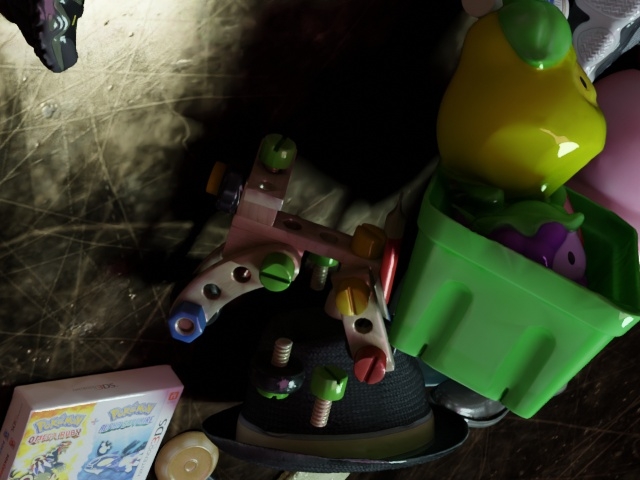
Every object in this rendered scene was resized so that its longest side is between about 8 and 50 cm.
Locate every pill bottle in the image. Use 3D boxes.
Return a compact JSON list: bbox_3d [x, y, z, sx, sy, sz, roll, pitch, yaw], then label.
[{"bbox_3d":[0.207,-0.255,1.815,0.120,0.067,0.067,5,124,-46],"label":"pill bottle"}]

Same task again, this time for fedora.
[{"bbox_3d":[0.022,0.161,1.964,0.334,0.334,0.153,-5,102,-40],"label":"fedora"}]

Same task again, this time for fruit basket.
[{"bbox_3d":[0.224,-0.053,1.771,0.392,0.283,0.392,-61,179,-1],"label":"fruit basket"}]

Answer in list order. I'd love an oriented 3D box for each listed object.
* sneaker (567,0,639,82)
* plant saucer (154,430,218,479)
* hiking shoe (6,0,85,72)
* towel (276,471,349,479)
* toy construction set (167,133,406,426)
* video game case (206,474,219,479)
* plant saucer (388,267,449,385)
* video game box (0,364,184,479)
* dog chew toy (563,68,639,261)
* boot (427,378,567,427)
[{"bbox_3d":[0.310,-0.222,1.919,0.153,0.101,0.268,-10,148,-53],"label":"sneaker"},{"bbox_3d":[-0.160,0.272,2.059,0.083,0.015,0.083,-12,120,-22],"label":"plant saucer"},{"bbox_3d":[-0.203,-0.241,1.424,0.114,0.086,0.227,-19,139,-23],"label":"hiking shoe"},{"bbox_3d":[0.009,0.299,2.261,0.148,0.027,0.110,-45,144,6],"label":"towel"},{"bbox_3d":[0.000,0.000,1.796,0.309,0.257,0.237,-27,135,-55],"label":"toy construction set"},{"bbox_3d":[-0.222,0.410,2.164,0.274,0.026,0.196,-41,145,-2],"label":"video game case"},{"bbox_3d":[0.204,0.056,2.171,0.317,0.044,0.318,-25,141,-22],"label":"plant saucer"},{"bbox_3d":[-0.272,0.233,1.906,0.205,0.048,0.187,-6,130,-40],"label":"video game box"},{"bbox_3d":[0.360,-0.035,2.041,0.206,0.206,0.332,12,105,-49],"label":"dog chew toy"},{"bbox_3d":[0.260,0.112,2.190,0.263,0.091,0.229,-17,133,-37],"label":"boot"}]
